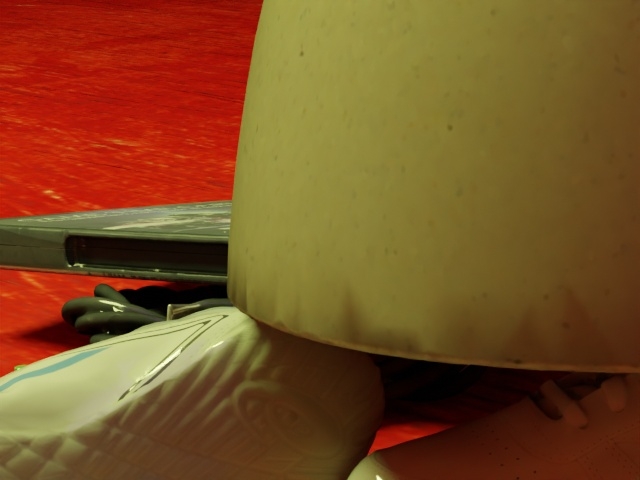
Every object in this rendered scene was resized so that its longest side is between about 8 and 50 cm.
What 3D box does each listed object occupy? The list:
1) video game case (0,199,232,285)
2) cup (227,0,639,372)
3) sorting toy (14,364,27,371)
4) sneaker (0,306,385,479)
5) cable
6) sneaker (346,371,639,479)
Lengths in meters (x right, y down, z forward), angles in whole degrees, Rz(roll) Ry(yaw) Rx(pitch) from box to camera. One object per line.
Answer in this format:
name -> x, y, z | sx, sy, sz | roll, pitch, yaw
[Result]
video game case -> 0.000, 0.000, 0.894 | 0.274, 0.026, 0.196 | 2, 5, 40
cup -> 0.128, -0.107, 0.619 | 0.331, 0.236, 0.331 | -3, 9, 1
sorting toy -> -0.130, 0.067, 0.725 | 0.061, 0.042, 0.102 | -2, 13, -4
sneaker -> -0.093, 0.079, 0.623 | 0.237, 0.085, 0.086 | -12, -10, -26
cable -> -0.014, 0.040, 0.840 | 0.185, 0.047, 0.150 | -4, 5, -25
sneaker -> 0.120, 0.060, 0.619 | 0.235, 0.094, 0.090 | -5, 15, -6
